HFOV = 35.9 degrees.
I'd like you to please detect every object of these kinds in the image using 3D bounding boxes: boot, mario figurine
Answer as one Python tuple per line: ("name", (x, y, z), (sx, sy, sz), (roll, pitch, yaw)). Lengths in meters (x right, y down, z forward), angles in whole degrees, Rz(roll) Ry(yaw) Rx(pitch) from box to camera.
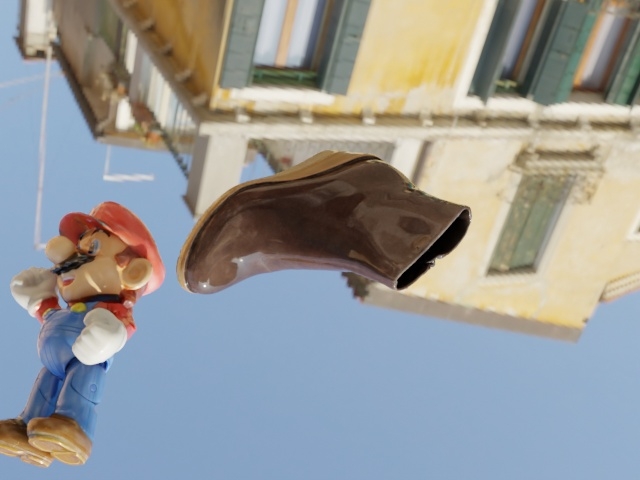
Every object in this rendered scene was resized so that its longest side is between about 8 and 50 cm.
("boot", (0.000, 0.000, 0.980), (0.248, 0.090, 0.207), (-37, -137, -23))
("mario figurine", (-0.298, 0.085, 1.135), (0.198, 0.170, 0.321), (7, -122, 8))
